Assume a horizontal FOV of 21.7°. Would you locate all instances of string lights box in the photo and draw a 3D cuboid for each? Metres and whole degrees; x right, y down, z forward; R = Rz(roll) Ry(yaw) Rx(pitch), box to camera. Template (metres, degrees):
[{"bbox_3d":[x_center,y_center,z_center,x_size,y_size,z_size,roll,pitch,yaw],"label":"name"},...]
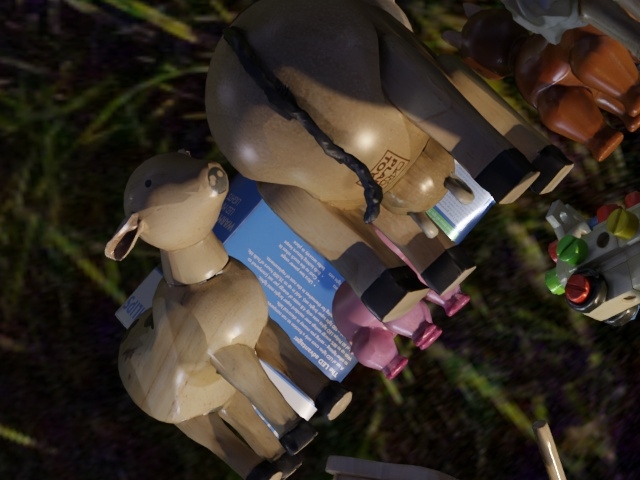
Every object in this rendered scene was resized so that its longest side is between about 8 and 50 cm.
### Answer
[{"bbox_3d":[0.000,0.000,1.128,0.133,0.077,0.260,43,86,-23],"label":"string lights box"}]

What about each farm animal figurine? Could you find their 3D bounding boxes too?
[{"bbox_3d":[0.011,-0.045,0.792,0.330,0.327,0.172,-45,81,-2],"label":"farm animal figurine"}]

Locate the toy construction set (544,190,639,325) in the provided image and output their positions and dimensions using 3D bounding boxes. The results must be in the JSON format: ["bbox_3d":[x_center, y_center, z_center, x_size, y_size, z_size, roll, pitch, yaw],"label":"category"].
[{"bbox_3d":[0.339,-0.034,1.782,0.327,0.151,0.215,-45,43,48],"label":"toy construction set"}]

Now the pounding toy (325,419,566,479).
[{"bbox_3d":[0.114,0.223,1.430,0.154,0.269,0.155,-6,65,49],"label":"pounding toy"}]

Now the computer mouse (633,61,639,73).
[{"bbox_3d":[0.194,-0.179,1.149,0.041,0.242,0.071,0,58,40],"label":"computer mouse"}]
